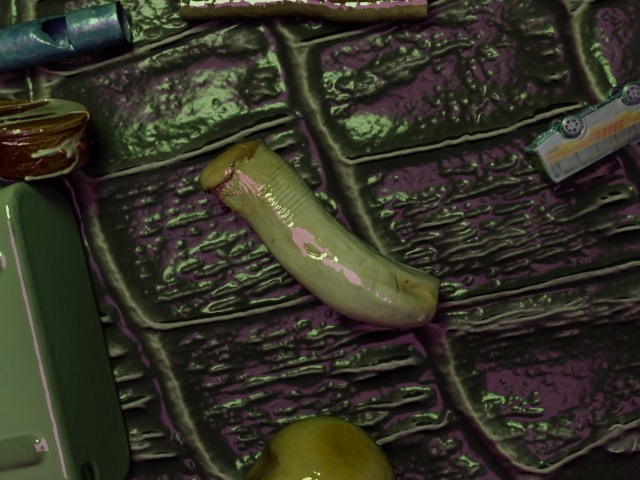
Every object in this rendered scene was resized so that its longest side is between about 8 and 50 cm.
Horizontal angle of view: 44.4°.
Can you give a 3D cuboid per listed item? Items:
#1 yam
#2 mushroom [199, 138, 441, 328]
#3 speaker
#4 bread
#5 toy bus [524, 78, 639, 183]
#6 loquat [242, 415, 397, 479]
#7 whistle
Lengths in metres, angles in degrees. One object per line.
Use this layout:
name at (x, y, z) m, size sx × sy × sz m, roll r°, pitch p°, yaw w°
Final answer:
yam at (-0.022, -0.311, 1.040) m, size 0.327 × 0.045 × 0.045 m, roll 0°, pitch 56°, yaw 5°
mushroom at (0.000, 0.000, 1.015) m, size 0.351 × 0.095 × 0.123 m, roll 38°, pitch 74°, yaw 1°
speaker at (-0.393, 0.145, 0.996) m, size 0.184 × 0.183 × 0.406 m, roll -14°, pitch 89°, yaw 9°
bread at (-0.370, -0.132, 1.002) m, size 0.160 × 0.160 × 0.073 m, roll 4°, pitch 113°, yaw 3°
toy bus at (0.361, -0.145, 1.007) m, size 0.190 × 0.064 × 0.075 m, roll -28°, pitch 94°, yaw 3°
loquat at (-0.006, 0.321, 0.962) m, size 0.213 × 0.213 × 0.213 m, roll 0°, pitch 90°, yaw 3°
whistle at (-0.408, -0.258, 1.053) m, size 0.304 × 0.062 × 0.062 m, roll -12°, pitch 89°, yaw 3°
